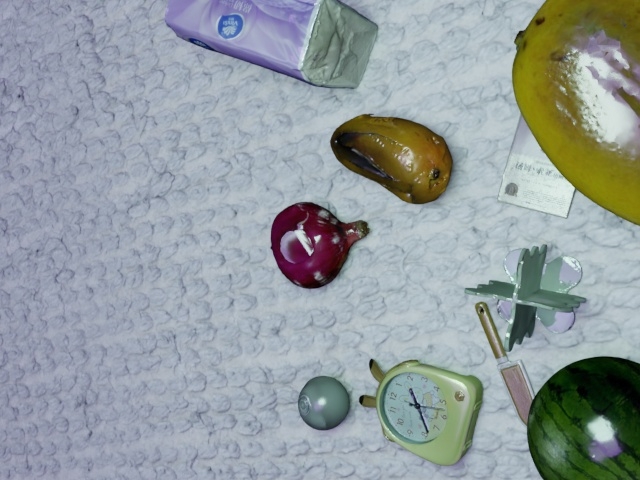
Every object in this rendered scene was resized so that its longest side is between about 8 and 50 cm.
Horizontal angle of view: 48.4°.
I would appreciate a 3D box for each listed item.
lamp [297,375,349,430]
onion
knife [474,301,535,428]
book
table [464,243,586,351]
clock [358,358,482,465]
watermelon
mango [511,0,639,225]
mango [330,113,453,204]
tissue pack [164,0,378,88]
[{"bbox_3d":[0.006,0.319,1.400,0.105,0.105,0.105,1,92,28],"label":"lamp"},{"bbox_3d":[-0.007,0.001,1.379,0.198,0.135,0.173,-22,84,25],"label":"onion"},{"bbox_3d":[0.337,0.227,1.264,0.046,0.022,0.256,-25,80,23],"label":"knife"},{"bbox_3d":[0.388,-0.139,1.229,0.127,0.014,0.181,18,100,26],"label":"book"},{"bbox_3d":[0.337,0.090,1.159,0.167,0.198,0.166,1,92,28],"label":"table"},{"bbox_3d":[0.176,0.302,1.327,0.232,0.069,0.170,18,100,28],"label":"clock"},{"bbox_3d":[0.440,0.300,1.089,0.243,0.242,0.242,1,92,28],"label":"watermelon"},{"bbox_3d":[0.482,-0.199,1.068,0.301,0.220,0.445,-40,82,10],"label":"mango"},{"bbox_3d":[0.129,-0.154,1.300,0.249,0.151,0.156,22,143,34],"label":"mango"},{"bbox_3d":[-0.090,-0.404,1.352,0.338,0.242,0.160,26,105,26],"label":"tissue pack"}]
